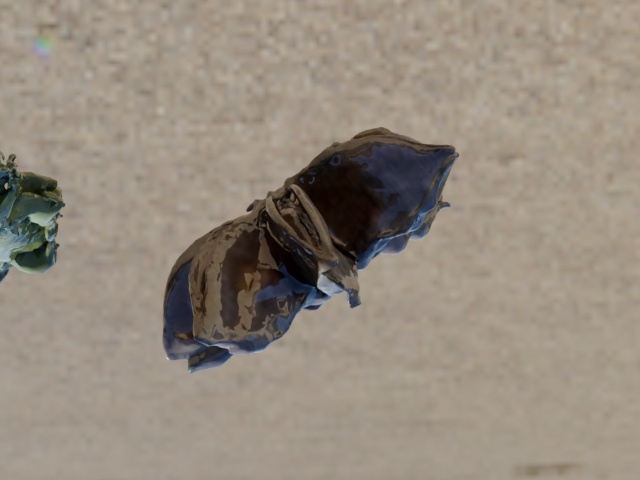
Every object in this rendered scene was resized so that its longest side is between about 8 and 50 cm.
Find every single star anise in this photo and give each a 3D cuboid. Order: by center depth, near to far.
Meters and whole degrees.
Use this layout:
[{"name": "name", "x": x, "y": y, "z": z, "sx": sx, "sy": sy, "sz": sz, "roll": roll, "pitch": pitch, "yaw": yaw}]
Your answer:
[{"name": "star anise", "x": 0.000, "y": 0.000, "z": 1.246, "sx": 0.229, "sy": 0.093, "sz": 0.236, "roll": -34, "pitch": 179, "yaw": 36}]

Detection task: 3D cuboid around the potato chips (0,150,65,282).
[{"name": "potato chips", "x": -0.324, "y": 0.003, "z": 1.058, "sx": 0.358, "sy": 0.070, "sz": 0.429, "roll": -11, "pitch": 173, "yaw": 6}]
